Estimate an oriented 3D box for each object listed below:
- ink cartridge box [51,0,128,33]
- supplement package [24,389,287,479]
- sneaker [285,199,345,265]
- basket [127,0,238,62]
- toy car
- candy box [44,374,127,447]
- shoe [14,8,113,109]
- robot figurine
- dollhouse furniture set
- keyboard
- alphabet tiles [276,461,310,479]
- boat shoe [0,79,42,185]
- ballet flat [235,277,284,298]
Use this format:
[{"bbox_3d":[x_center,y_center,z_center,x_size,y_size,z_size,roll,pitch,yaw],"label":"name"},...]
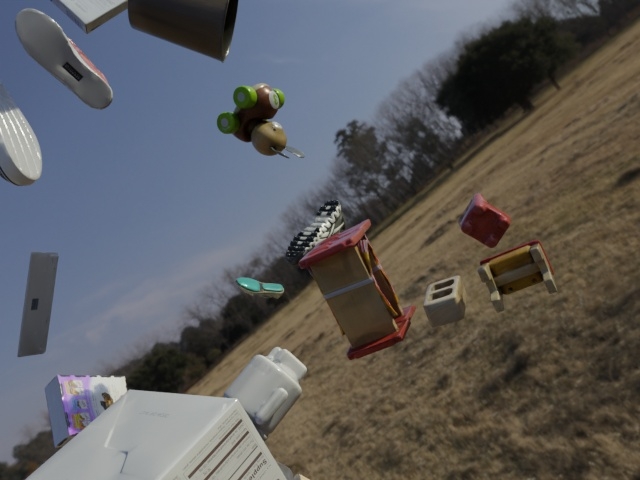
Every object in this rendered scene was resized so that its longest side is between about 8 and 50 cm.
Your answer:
[{"bbox_3d":[-0.631,-0.701,1.589,0.224,0.223,0.045,-46,-2,-25],"label":"ink cartridge box"},{"bbox_3d":[-0.209,0.306,0.702,0.262,0.145,0.204,-12,22,45],"label":"supplement package"},{"bbox_3d":[0.000,0.000,1.557,0.078,0.106,0.234,3,43,43],"label":"sneaker"},{"bbox_3d":[-0.324,-0.542,1.378,0.154,0.227,0.204,115,165,-78],"label":"basket"},{"bbox_3d":[-0.119,-0.262,1.381,0.149,0.188,0.155,-50,-14,26],"label":"toy car"},{"bbox_3d":[-0.586,0.434,1.494,0.070,0.164,0.196,-41,-33,23],"label":"candy box"},{"bbox_3d":[-0.403,-0.281,0.923,0.063,0.178,0.081,-44,21,-5],"label":"shoe"},{"bbox_3d":[-0.201,0.515,1.886,0.353,0.200,0.300,-50,12,-20],"label":"robot figurine"},{"bbox_3d":[0.177,0.039,0.996,0.374,0.201,0.152,-24,7,20],"label":"dollhouse furniture set"},{"bbox_3d":[-0.685,0.154,1.411,0.014,0.255,0.072,9,2,34],"label":"keyboard"},{"bbox_3d":[-0.048,0.550,1.029,0.021,0.284,0.278,-38,26,30],"label":"alphabet tiles"},{"bbox_3d":[-0.657,-0.230,1.135,0.119,0.335,0.121,-32,-16,3],"label":"boat shoe"},{"bbox_3d":[-0.202,0.163,1.899,0.057,0.168,0.052,-101,31,-47],"label":"ballet flat"}]
